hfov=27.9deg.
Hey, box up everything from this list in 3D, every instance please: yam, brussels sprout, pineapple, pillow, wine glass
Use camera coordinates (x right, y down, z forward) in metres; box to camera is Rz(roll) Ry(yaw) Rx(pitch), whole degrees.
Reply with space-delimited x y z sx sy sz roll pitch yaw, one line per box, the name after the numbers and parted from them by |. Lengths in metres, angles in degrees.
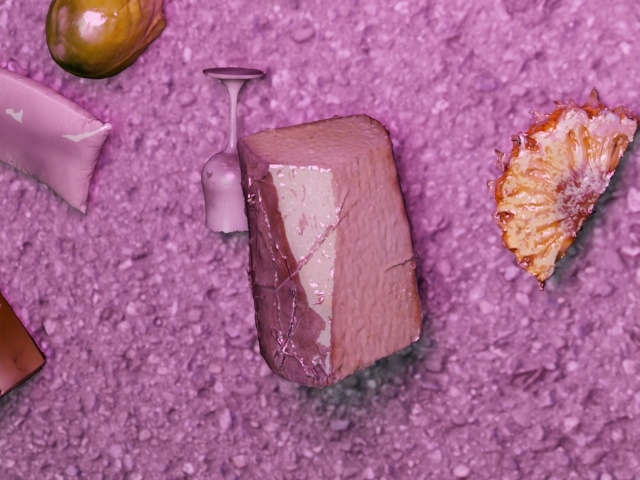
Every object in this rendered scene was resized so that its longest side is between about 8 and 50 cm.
-0.001 -0.002 1.507 0.201 0.202 0.271 19 120 50 | yam
-0.263 -0.265 1.548 0.117 0.155 0.155 29 111 9 | brussels sprout
0.253 -0.072 1.473 0.135 0.079 0.233 25 105 1 | pineapple
-0.387 -0.142 1.655 0.254 0.078 0.144 26 120 10 | pillow
-0.106 -0.109 1.572 0.079 0.079 0.196 7 105 16 | wine glass

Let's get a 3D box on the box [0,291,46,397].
-0.646 0.127 1.778 0.420 0.138 0.373 -31 93 21 | box
